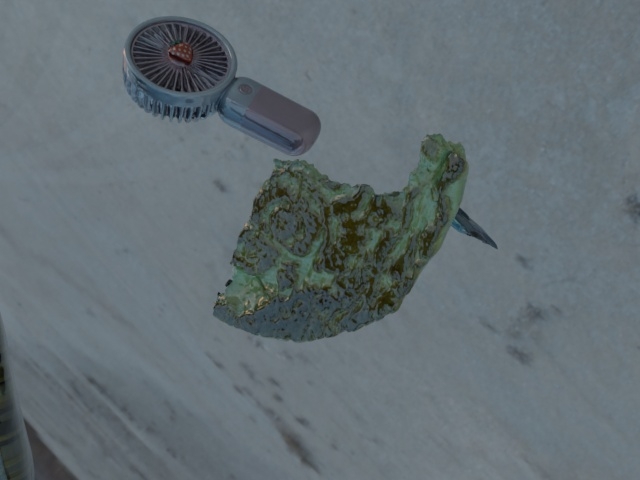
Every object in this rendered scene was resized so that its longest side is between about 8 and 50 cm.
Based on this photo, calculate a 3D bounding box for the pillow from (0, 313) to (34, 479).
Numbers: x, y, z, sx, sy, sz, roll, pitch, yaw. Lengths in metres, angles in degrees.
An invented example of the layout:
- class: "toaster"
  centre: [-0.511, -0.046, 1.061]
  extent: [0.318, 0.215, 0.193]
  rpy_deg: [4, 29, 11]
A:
- class: "pillow"
  centre: [-0.265, 0.127, 0.668]
  extent: [0.113, 0.038, 0.203]
  rpy_deg: [172, 86, -74]

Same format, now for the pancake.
- class: "pancake"
  centre: [0.003, 0.000, 0.871]
  extent: [0.376, 0.054, 0.197]
  rpy_deg: [-25, 89, 33]

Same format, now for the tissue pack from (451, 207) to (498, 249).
- class: "tissue pack"
  centre: [0.187, -0.037, 1.162]
  extent: [0.085, 0.028, 0.138]
  rpy_deg: [16, -156, -52]

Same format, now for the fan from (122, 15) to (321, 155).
- class: "fan"
  centre: [-0.112, -0.173, 0.958]
  extent: [0.244, 0.130, 0.074]
  rpy_deg: [26, 142, 1]
